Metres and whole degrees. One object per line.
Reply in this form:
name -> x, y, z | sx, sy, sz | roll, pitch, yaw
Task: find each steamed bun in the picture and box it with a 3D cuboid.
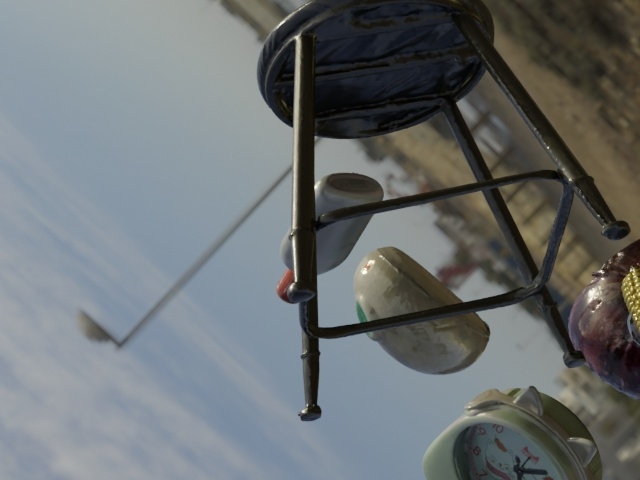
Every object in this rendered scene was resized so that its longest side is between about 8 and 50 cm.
steamed bun -> 0.139, 0.114, 2.248 | 0.228, 0.131, 0.177 | 40, -172, 1

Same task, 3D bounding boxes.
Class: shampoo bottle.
shampoo bottle -> 0.000, 0.000, 2.027 | 0.108, 0.221, 0.051 | 0, -133, -33

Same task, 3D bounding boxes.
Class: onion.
onion -> 0.620, 0.153, 2.598 | 0.260, 0.336, 0.282 | 55, 171, 36

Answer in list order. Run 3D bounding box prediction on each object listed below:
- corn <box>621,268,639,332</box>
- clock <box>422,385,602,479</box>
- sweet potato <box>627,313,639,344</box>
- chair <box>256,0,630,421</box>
corn -> 0.377, 0.107, 1.557 | 0.067, 0.067, 0.206 | 39, -161, -47
clock -> 0.320, 0.352, 2.340 | 0.265, 0.324, 0.108 | 44, -131, 14
sweet potato -> 0.401, 0.095, 1.800 | 0.059, 0.069, 0.249 | 30, 180, 18
chair -> 0.109, -0.070, 1.785 | 0.362, 0.364, 0.410 | 87, 171, -62
